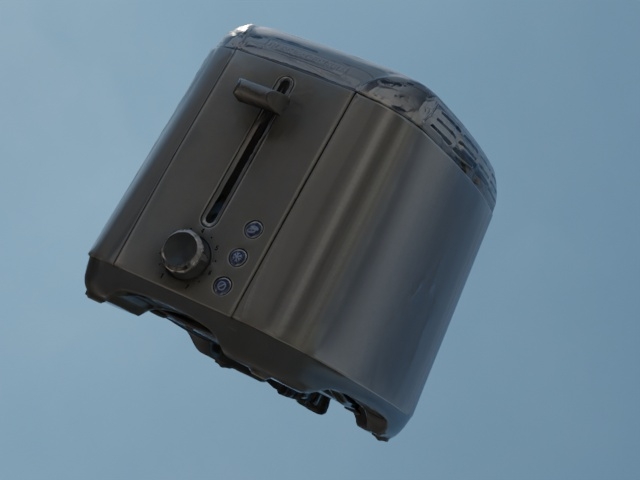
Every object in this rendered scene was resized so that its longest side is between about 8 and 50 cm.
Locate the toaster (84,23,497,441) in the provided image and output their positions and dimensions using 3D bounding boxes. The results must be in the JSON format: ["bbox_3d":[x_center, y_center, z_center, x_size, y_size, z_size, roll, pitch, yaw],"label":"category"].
[{"bbox_3d":[0.000,0.000,0.770,0.129,0.146,0.227,23,-7,27],"label":"toaster"}]
